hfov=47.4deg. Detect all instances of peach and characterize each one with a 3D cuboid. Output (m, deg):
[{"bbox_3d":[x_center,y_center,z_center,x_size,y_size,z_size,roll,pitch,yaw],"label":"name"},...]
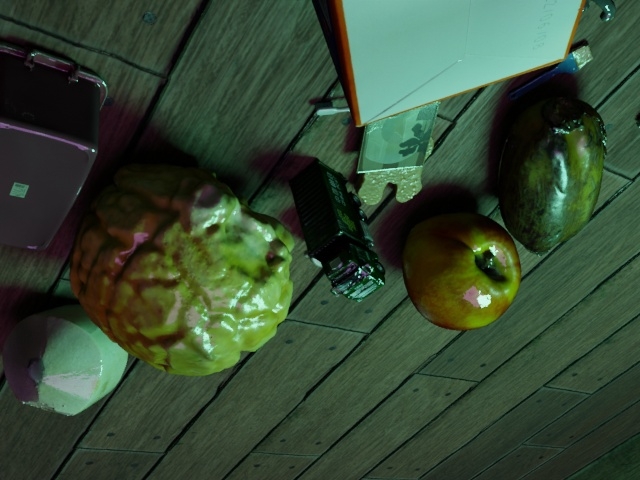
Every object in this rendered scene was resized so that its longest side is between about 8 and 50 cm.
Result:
[{"bbox_3d":[0.288,0.065,1.554,0.238,0.280,0.281,-49,147,-22],"label":"peach"}]

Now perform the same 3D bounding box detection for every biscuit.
[{"bbox_3d":[0.142,-0.163,1.385,0.143,0.040,0.236,-10,136,-19],"label":"biscuit"}]

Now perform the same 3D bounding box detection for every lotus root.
[{"bbox_3d":[0.455,-0.114,1.439,0.195,0.179,0.398,-12,141,-3],"label":"lotus root"}]

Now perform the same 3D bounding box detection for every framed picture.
[{"bbox_3d":[0.141,-0.204,1.308,0.135,0.010,0.201,-7,137,-15],"label":"framed picture"}]

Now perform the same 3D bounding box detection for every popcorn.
[{"bbox_3d":[-0.244,0.052,1.261,0.389,0.354,0.344,-17,150,4],"label":"popcorn"}]

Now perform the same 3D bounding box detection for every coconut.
[{"bbox_3d":[-0.517,0.240,1.467,0.241,0.241,0.241,-10,141,-8],"label":"coconut"}]

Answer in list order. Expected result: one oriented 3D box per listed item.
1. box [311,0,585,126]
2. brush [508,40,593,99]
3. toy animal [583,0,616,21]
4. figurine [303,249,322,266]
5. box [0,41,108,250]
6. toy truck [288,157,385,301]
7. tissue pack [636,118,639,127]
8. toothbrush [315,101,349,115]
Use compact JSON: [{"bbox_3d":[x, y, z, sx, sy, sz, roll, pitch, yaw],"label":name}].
[{"bbox_3d":[0.138,-0.367,0.892,0.318,0.257,0.349,-19,159,2],"label":"box"},{"bbox_3d":[0.418,-0.304,1.334,0.164,0.014,0.051,-29,138,16],"label":"brush"},{"bbox_3d":[0.348,-0.380,1.169,0.269,0.082,0.137,-15,138,4],"label":"toy animal"},{"bbox_3d":[0.010,-0.002,1.491,0.081,0.146,0.098,6,106,-7],"label":"figurine"},{"bbox_3d":[-0.456,-0.129,1.111,0.193,0.168,0.294,16,131,-31],"label":"box"},{"bbox_3d":[0.033,-0.017,1.341,0.088,0.259,0.121,-38,137,24],"label":"toy truck"},{"bbox_3d":[0.768,-0.258,1.408,0.159,0.145,0.229,7,135,-25],"label":"tissue pack"},{"bbox_3d":[0.118,-0.248,1.283,0.262,0.026,0.022,-9,147,-9],"label":"toothbrush"}]
